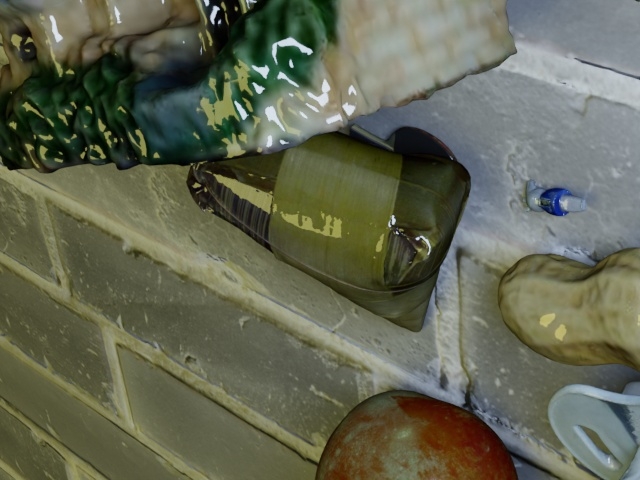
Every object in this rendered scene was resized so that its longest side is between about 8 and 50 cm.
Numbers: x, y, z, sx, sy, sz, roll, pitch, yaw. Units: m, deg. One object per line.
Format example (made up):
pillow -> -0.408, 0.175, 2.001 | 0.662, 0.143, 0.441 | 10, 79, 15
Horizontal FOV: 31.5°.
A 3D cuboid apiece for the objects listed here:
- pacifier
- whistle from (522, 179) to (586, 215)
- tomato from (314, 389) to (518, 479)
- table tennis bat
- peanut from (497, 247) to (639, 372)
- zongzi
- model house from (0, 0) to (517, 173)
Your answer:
pacifier -> 0.332, 0.245, 1.095 | 0.279, 0.207, 0.227 | -7, 128, 53
whistle -> 0.235, -0.041, 1.144 | 0.083, 0.029, 0.033 | 13, 110, 54
tomato -> 0.110, 0.328, 1.408 | 0.270, 0.222, 0.270 | 32, 140, 30
table tennis bat -> 0.096, -0.091, 1.284 | 0.158, 0.014, 0.095 | 31, 138, 30
peanut -> 0.279, 0.066, 1.099 | 0.274, 0.111, 0.125 | 5, 115, 48
zongzi -> 0.000, 0.000, 1.291 | 0.289, 0.154, 0.317 | 19, 148, 9
model house -> -0.103, -0.299, 1.031 | 0.445, 0.395, 0.400 | 4, 111, 50
